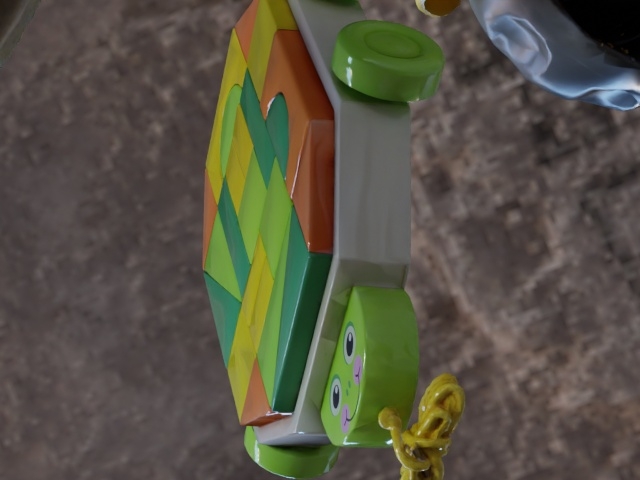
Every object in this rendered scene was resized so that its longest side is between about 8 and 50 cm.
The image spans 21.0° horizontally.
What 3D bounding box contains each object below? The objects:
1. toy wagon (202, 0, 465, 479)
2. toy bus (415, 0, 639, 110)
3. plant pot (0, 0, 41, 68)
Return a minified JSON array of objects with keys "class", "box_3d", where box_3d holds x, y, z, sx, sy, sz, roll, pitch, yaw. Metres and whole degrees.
[{"class":"toy wagon","box_3d":[0.000,0.000,0.932,0.344,0.068,0.267,-108,27,-54]},{"class":"toy bus","box_3d":[0.114,-0.150,0.386,0.220,0.149,0.211,-3,-111,-33]},{"class":"plant pot","box_3d":[-0.321,-0.208,0.747,0.305,0.333,0.334,28,176,30]}]
